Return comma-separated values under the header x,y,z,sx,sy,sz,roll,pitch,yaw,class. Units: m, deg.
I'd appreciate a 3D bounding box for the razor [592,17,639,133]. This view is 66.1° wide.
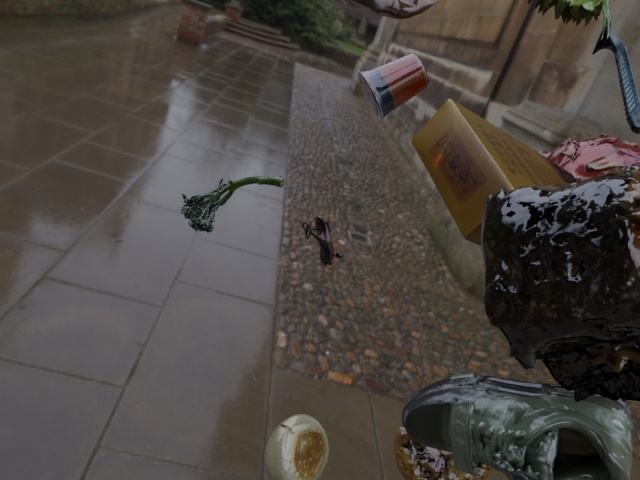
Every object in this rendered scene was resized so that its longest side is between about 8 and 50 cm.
x,y,z,sx,sy,sz,roll,pitch,yaw,class
0.449,-0.239,0.725,0.033,0.066,0.190,-4,63,8,razor

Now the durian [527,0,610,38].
x,y,z,sx,sy,sz,roll,pitch,yaw,class
0.389,-0.424,0.635,0.157,0.355,0.169,42,-2,-29,durian

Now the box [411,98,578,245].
x,y,z,sx,sy,sz,roll,pitch,yaw,class
0.388,-0.073,0.919,0.415,0.116,0.264,17,38,-34,box

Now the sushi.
x,y,z,sx,sy,sz,roll,pitch,yaw,class
0.328,0.054,0.530,0.348,0.235,0.207,9,-19,-42,sushi

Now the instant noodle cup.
x,y,z,sx,sy,sz,roll,pitch,yaw,class
0.175,-0.369,1.158,0.135,0.127,0.127,-27,28,4,instant noodle cup

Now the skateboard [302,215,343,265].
x,y,z,sx,sy,sz,roll,pitch,yaw,class
0.000,0.000,1.427,0.080,0.067,0.152,-7,69,-36,skateboard

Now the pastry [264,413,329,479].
x,y,z,sx,sy,sz,roll,pitch,yaw,class
-0.054,0.457,1.067,0.092,0.157,0.156,-9,2,38,pastry

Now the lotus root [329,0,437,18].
x,y,z,sx,sy,sz,roll,pitch,yaw,class
0.033,-0.308,0.439,0.199,0.188,0.180,51,-5,-28,lotus root

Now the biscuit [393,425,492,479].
x,y,z,sx,sy,sz,roll,pitch,yaw,class
0.360,0.552,1.343,0.333,0.290,0.081,-13,-2,-21,biscuit

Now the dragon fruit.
x,y,z,sx,sy,sz,roll,pitch,yaw,class
0.663,-0.121,1.224,0.342,0.278,0.277,9,10,44,dragon fruit

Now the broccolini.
x,y,z,sx,sy,sz,roll,pitch,yaw,class
-0.214,-0.093,1.191,0.271,0.123,0.062,-15,-18,11,broccolini

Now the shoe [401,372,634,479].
x,y,z,sx,sy,sz,roll,pitch,yaw,class
0.230,0.249,0.615,0.292,0.109,0.149,-9,9,25,shoe
